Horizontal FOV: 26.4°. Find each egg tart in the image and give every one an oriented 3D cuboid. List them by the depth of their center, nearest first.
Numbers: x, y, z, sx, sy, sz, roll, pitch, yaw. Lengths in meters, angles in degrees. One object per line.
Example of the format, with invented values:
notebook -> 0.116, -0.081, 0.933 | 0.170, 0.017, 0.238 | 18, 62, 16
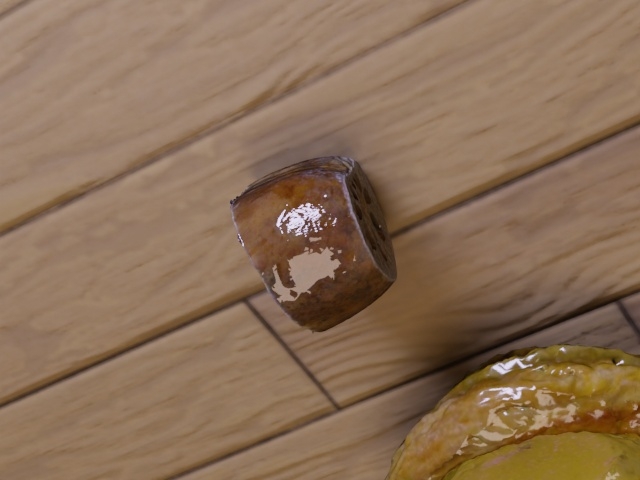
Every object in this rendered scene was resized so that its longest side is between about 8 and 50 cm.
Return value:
egg tart -> 0.178, 0.175, 1.062 | 0.294, 0.123, 0.294 | -1, 132, -1

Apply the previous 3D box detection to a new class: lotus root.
lotus root -> 0.001, 0.003, 0.929 | 0.081, 0.122, 0.112 | -23, 101, 13
